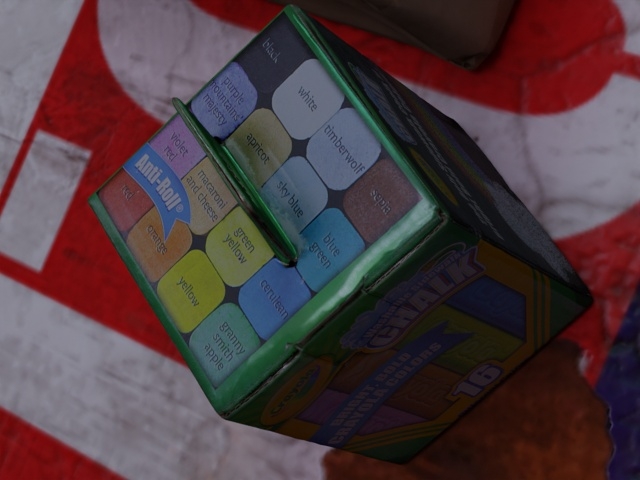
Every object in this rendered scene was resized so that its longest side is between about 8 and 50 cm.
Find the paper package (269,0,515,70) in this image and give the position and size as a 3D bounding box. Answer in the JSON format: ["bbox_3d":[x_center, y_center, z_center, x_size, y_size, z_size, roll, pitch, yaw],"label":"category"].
[{"bbox_3d":[-0.006,-0.292,0.825,0.309,0.168,0.325,23,90,34],"label":"paper package"}]

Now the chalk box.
[{"bbox_3d":[0.000,0.000,0.706,0.132,0.213,0.132,-42,58,15],"label":"chalk box"}]
